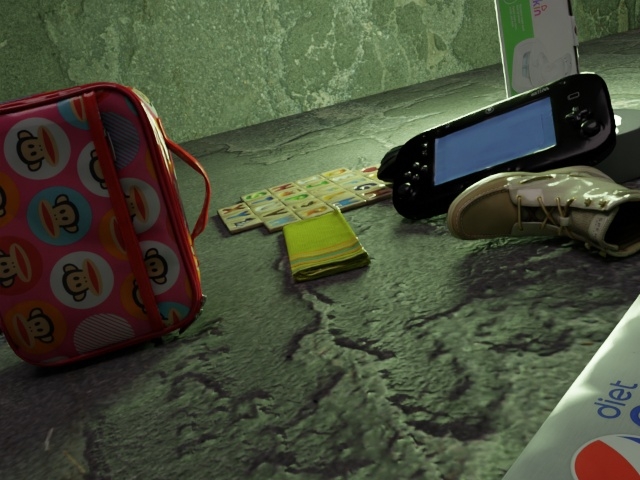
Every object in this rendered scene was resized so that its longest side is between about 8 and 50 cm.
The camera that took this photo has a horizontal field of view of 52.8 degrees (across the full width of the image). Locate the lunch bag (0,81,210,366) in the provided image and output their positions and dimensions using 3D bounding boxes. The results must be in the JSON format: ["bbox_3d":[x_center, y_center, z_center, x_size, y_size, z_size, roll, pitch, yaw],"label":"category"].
[{"bbox_3d":[-0.249,-0.023,0.728,0.258,0.293,0.120,-16,14,-7],"label":"lunch bag"}]

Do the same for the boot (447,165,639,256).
[{"bbox_3d":[0.267,-0.028,0.733,0.213,0.077,0.165,-12,20,-7],"label":"boot"}]

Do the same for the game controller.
[{"bbox_3d":[0.247,-0.131,0.914,0.319,0.067,0.167,-17,53,30],"label":"game controller"}]

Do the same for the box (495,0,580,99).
[{"bbox_3d":[0.404,-0.342,1.183,0.126,0.262,0.231,-7,0,22],"label":"box"}]

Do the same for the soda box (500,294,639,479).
[{"bbox_3d":[0.175,0.120,0.325,0.098,0.091,0.286,6,26,42],"label":"soda box"}]

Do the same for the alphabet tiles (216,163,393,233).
[{"bbox_3d":[-0.015,-0.083,1.190,0.342,0.011,0.285,-17,18,-12],"label":"alphabet tiles"}]

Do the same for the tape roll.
[{"bbox_3d":[0.393,-0.142,0.990,0.219,0.072,0.219,-11,18,4],"label":"tape roll"}]

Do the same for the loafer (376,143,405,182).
[{"bbox_3d":[0.189,-0.133,1.062,0.223,0.076,0.078,-8,30,45],"label":"loafer"}]

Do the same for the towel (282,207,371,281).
[{"bbox_3d":[0.000,0.000,0.917,0.102,0.021,0.237,-13,18,-3],"label":"towel"}]
